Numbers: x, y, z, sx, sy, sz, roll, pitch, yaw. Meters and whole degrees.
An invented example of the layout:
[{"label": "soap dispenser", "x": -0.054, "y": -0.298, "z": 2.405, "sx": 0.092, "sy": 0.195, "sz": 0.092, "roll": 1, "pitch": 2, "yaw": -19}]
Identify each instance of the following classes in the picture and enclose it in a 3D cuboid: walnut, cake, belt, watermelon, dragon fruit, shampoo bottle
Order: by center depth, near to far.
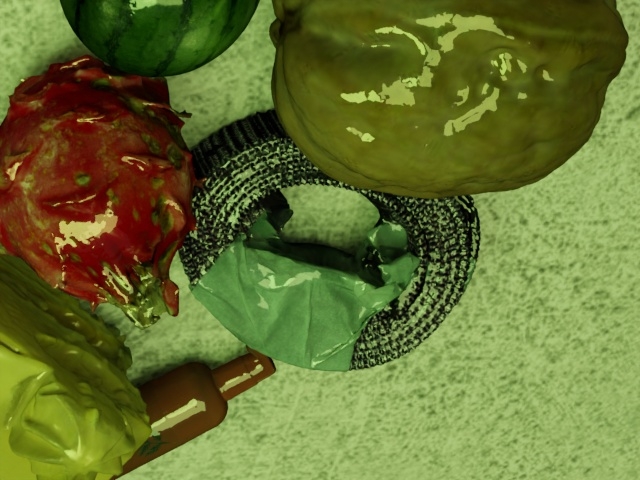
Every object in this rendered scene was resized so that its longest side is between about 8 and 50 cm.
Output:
[{"label": "watermelon", "x": -0.141, "y": -0.251, "z": 1.271, "sx": 0.188, "sy": 0.188, "sz": 0.215, "roll": 9, "pitch": 135, "yaw": -18}, {"label": "walnut", "x": 0.122, "y": -0.190, "z": 1.319, "sx": 0.343, "sy": 0.306, "sz": 0.306, "roll": 0, "pitch": 118, "yaw": -23}, {"label": "dragon fruit", "x": -0.211, "y": -0.039, "z": 1.325, "sx": 0.210, "sy": 0.268, "sz": 0.205, "roll": -4, "pitch": 154, "yaw": -46}, {"label": "cake", "x": -0.314, "y": 0.171, "z": 1.399, "sx": 0.222, "sy": 0.286, "sz": 0.227, "roll": 37, "pitch": 104, "yaw": -27}, {"label": "belt", "x": 0.000, "y": 0.000, "z": 1.484, "sx": 0.324, "sy": 0.122, "sz": 0.260, "roll": 19, "pitch": 107, "yaw": -21}, {"label": "shampoo bottle", "x": -0.163, "y": 0.184, "z": 1.563, "sx": 0.244, "sy": 0.085, "sz": 0.085, "roll": -29, "pitch": 120, "yaw": 3}]
